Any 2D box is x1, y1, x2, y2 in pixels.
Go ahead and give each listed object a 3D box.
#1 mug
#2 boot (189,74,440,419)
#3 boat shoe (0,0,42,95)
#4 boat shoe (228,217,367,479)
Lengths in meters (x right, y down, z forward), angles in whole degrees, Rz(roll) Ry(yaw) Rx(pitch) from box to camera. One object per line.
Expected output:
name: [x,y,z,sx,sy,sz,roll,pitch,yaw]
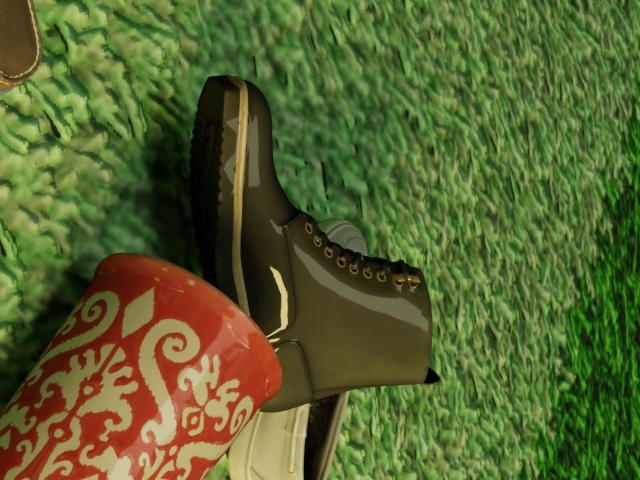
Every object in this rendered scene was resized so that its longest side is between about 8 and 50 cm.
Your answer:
mug: [-0.102,0.117,0.796,0.169,0.113,0.150,-55,133,-31]
boot: [0.000,0.000,0.899,0.137,0.077,0.198,-6,115,-13]
boat shoe: [-0.164,-0.144,0.711,0.066,0.066,0.183,-52,133,-38]
boat shoe: [0.001,0.072,0.971,0.066,0.063,0.184,49,56,-45]
